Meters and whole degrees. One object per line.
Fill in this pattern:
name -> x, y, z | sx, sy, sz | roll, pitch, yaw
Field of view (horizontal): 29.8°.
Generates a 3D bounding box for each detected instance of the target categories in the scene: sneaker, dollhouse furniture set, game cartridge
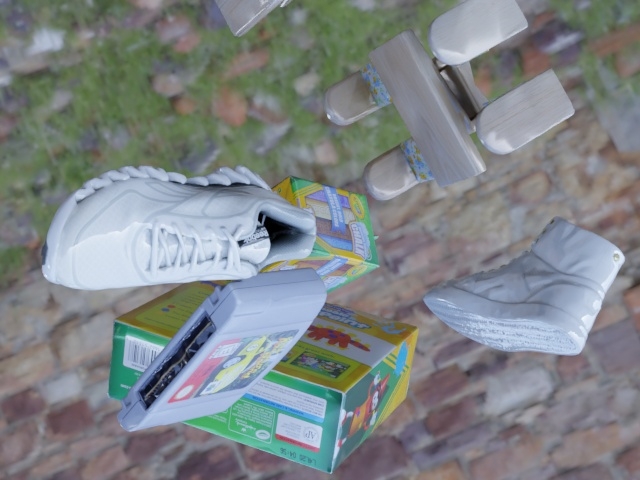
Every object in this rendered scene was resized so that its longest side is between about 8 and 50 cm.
sneaker -> 0.271, 0.053, 1.577 | 0.292, 0.108, 0.169 | 5, -123, 56
dollhouse furniture set -> 0.077, -0.241, 1.662 | 0.256, 0.394, 0.362 | -31, -175, -23
game cartridge -> -0.124, 0.147, 1.598 | 0.196, 0.060, 0.294 | -10, 148, -51
sneaker -> -0.122, -0.007, 1.114 | 0.118, 0.110, 0.292 | 26, -154, 36

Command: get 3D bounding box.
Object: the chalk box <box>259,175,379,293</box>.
chalk box -> 0.000, 0.000, 1.909 | 0.213, 0.132, 0.132 | 13, 147, -41

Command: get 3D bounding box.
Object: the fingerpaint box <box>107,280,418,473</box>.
fingerpaint box -> -0.097, 0.222, 2.184 | 0.444, 0.163, 0.371 | 15, -161, 20
